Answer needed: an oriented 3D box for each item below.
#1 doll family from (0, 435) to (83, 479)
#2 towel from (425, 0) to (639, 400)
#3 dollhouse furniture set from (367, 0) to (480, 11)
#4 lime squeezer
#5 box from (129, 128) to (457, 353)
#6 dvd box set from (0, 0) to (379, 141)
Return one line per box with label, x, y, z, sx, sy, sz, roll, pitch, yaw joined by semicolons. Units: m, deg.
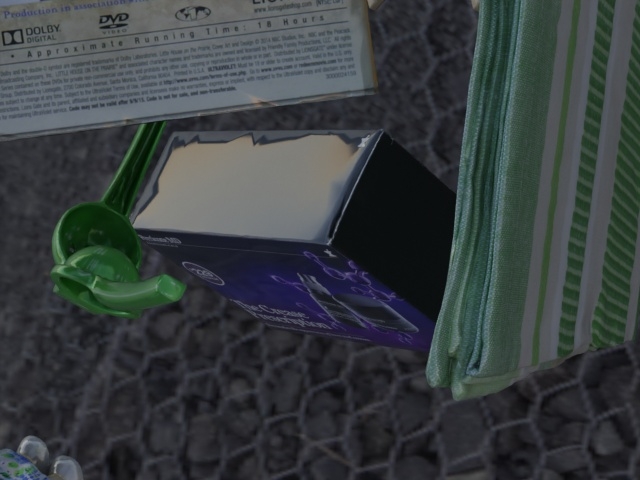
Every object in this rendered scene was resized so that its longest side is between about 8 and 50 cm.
doll family;-0.225;0.124;0.743;0.263;0.163;0.118;21;110;28
towel;0.136;-0.050;0.841;0.038;0.325;0.248;9;95;24
dollhouse furniture set;0.103;-0.190;1.102;0.161;0.101;0.182;-44;44;38
lime squeezer;-0.111;0.002;0.897;0.110;0.059;0.310;-37;22;11
box;0.000;0.000;1.212;0.261;0.184;0.103;4;61;50
dvd box set;-0.145;-0.267;0.829;0.307;0.062;0.420;-8;97;-2
